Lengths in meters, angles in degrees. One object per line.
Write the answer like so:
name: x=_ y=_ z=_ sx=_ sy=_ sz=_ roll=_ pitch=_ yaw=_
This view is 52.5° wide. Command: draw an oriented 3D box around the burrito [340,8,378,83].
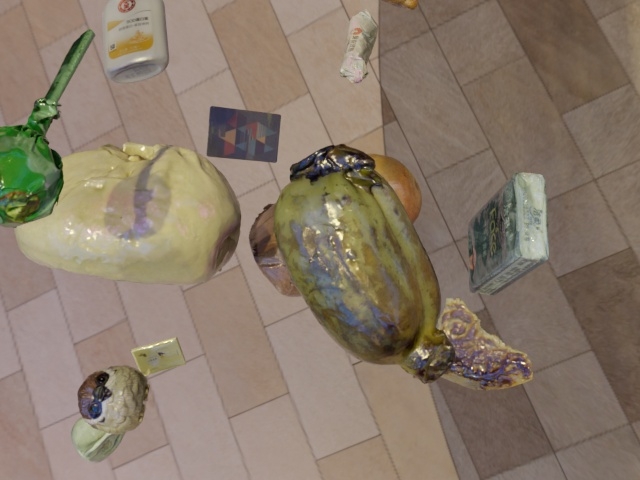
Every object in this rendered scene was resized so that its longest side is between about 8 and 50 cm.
burrito: x=0.081 y=-0.400 z=1.350 sx=0.064 sy=0.064 sz=0.203 roll=1 pitch=52 yaw=14

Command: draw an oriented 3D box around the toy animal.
toy animal: x=-0.289 y=0.224 z=0.912 sx=0.098 sy=0.137 sz=0.098 roll=4 pitch=70 yaw=-10

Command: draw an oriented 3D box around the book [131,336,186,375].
book: x=-0.386 y=0.279 z=1.552 sx=0.111 sy=0.014 sz=0.077 roll=-16 pitch=113 yaw=-4

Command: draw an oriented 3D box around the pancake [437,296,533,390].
pancake: x=0.381 y=0.256 z=1.626 sx=0.266 sy=0.057 sz=0.245 roll=-14 pitch=86 yaw=22

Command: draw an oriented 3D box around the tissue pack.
tissue pack: x=0.481 y=-0.007 z=1.690 sx=0.103 sy=0.316 sz=0.228 roll=6 pitch=68 yaw=-8

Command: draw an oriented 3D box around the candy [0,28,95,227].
candy: x=-0.293 y=-0.144 z=0.699 sx=0.097 sy=0.097 sz=0.323 roll=-10 pitch=46 yaw=12

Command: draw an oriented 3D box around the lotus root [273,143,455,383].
lotus root: x=0.055 y=0.038 z=0.791 sx=0.173 sy=0.173 sz=0.309 roll=-27 pitch=90 yaw=9

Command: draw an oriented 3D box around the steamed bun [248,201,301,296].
steamed bun: x=0.000 y=0.000 z=1.315 sx=0.251 sy=0.301 sz=0.199 roll=-32 pitch=109 yaw=14

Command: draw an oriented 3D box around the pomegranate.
pomegranate: x=0.149 y=-0.095 z=1.975 sx=0.338 sy=0.338 sz=0.338 roll=-2 pitch=82 yaw=13

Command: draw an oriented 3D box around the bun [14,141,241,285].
bun: x=-0.287 y=-0.051 z=1.035 sx=0.361 sy=0.361 sz=0.213 roll=9 pitch=94 yaw=15

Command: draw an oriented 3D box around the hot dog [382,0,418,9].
hot dog: x=0.188 y=-0.609 z=1.603 sx=0.089 sy=0.140 sz=0.060 roll=14 pitch=104 yaw=-25

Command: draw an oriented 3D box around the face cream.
face cream: x=-0.399 y=-0.475 z=1.395 sx=0.143 sy=0.071 sz=0.291 roll=-11 pitch=66 yaw=7

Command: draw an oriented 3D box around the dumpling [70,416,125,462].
dumpling: x=-0.479 y=0.405 z=1.422 sx=0.108 sy=0.219 sz=0.153 roll=31 pitch=80 yaw=-13

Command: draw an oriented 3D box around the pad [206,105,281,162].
pad: x=-0.215 y=-0.298 z=1.836 sx=0.211 sy=0.003 sz=0.143 roll=1 pitch=100 yaw=-25
